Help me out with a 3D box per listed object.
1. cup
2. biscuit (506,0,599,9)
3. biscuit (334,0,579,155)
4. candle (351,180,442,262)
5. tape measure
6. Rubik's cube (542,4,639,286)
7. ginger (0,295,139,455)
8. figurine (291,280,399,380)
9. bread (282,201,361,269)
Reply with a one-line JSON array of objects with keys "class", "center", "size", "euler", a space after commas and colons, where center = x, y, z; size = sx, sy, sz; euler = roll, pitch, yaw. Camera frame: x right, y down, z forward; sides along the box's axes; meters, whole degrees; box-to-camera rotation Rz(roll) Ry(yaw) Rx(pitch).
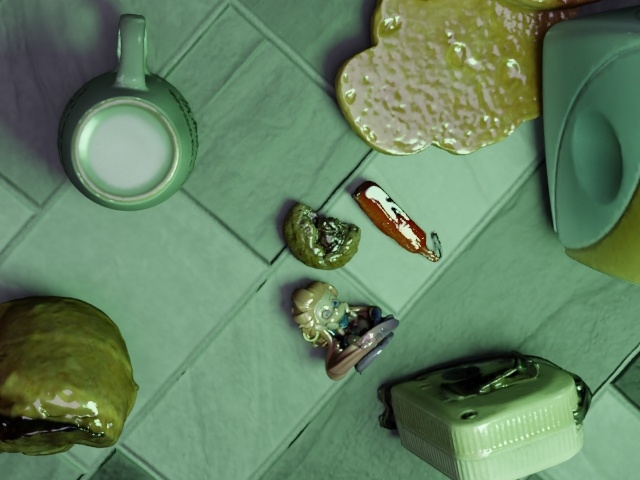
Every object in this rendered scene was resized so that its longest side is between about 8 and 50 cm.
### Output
[{"class": "cup", "center": [-0.246, -0.162, 1.521], "size": [0.186, 0.234, 0.258], "euler": [1, 97, -8]}, {"class": "biscuit", "center": [0.319, -0.539, 1.597], "size": [0.350, 0.078, 0.455], "euler": [12, 90, -16]}, {"class": "biscuit", "center": [0.195, -0.262, 1.651], "size": [0.376, 0.051, 0.269], "euler": [-30, 101, -5]}, {"class": "candle", "center": [0.112, -0.024, 1.691], "size": [0.162, 0.048, 0.053], "euler": [43, 126, -12]}, {"class": "tape measure", "center": [0.237, 0.229, 1.662], "size": [0.231, 0.271, 0.133], "euler": [-16, 100, -20]}, {"class": "Rubik's cube", "center": [0.514, -0.138, 1.546], "size": [0.352, 0.347, 0.352], "euler": [-14, 105, -14]}, {"class": "ginger", "center": [-0.347, 0.173, 1.550], "size": [0.200, 0.269, 0.223], "euler": [13, 67, -32]}, {"class": "figurine", "center": [0.024, 0.126, 1.677], "size": [0.157, 0.114, 0.126], "euler": [25, 62, 17]}, {"class": "bread", "center": [0.000, 0.000, 1.666], "size": [0.113, 0.060, 0.082], "euler": [19, 94, -12]}]
